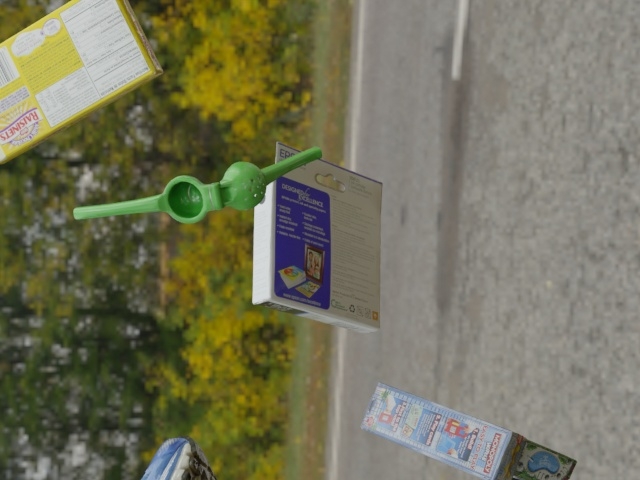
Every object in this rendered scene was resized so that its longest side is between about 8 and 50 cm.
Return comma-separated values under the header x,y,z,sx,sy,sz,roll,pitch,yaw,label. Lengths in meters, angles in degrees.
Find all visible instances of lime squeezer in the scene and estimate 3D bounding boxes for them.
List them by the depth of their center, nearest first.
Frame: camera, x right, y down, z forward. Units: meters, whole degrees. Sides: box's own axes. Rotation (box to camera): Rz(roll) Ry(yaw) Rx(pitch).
x,y,z,sx,sy,sz,roll,pitch,yaw,label
-0.133,-0.065,1.378,0.110,0.310,0.059,-125,23,-55,lime squeezer

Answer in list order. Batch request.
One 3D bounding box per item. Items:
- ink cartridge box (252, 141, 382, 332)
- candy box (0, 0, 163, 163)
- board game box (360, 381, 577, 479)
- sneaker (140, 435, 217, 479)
x,y,z,sx,sy,sz,roll,pitch,yaw,label
0.000,0.000,1.521,0.045,0.206,0.208,-14,67,42,ink cartridge box
-0.266,-0.167,1.176,0.105,0.205,0.027,63,-163,-3,candy box
0.177,0.231,1.300,0.194,0.194,0.060,11,77,61,board game box
-0.194,0.299,0.974,0.330,0.147,0.130,-60,-32,-32,sneaker
